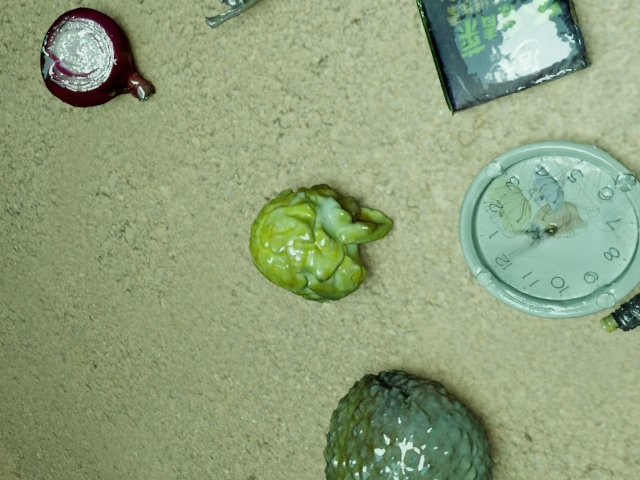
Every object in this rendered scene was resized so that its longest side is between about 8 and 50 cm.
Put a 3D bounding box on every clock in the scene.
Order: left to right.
[{"bbox_3d":[0.300,-0.015,0.755,0.236,0.053,0.237,11,114,27],"label":"clock"}]

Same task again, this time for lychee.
[{"bbox_3d":[0.122,0.331,0.873,0.255,0.274,0.255,31,150,20],"label":"lychee"}]

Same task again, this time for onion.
[{"bbox_3d":[-0.396,-0.315,1.059,0.198,0.135,0.173,28,107,-23],"label":"onion"}]

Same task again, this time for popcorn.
[{"bbox_3d":[0.000,0.000,0.891,0.212,0.198,0.198,-33,87,9],"label":"popcorn"}]

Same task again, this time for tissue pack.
[{"bbox_3d":[0.207,-0.292,0.705,0.173,0.073,0.236,-15,99,35],"label":"tissue pack"}]

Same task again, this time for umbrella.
[{"bbox_3d":[0.416,0.076,0.723,0.037,0.040,0.144,47,126,-1],"label":"umbrella"}]

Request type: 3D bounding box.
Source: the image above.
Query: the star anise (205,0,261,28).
[{"bbox_3d":[-0.092,-0.427,0.841,0.230,0.081,0.263,29,109,20],"label":"star anise"}]
